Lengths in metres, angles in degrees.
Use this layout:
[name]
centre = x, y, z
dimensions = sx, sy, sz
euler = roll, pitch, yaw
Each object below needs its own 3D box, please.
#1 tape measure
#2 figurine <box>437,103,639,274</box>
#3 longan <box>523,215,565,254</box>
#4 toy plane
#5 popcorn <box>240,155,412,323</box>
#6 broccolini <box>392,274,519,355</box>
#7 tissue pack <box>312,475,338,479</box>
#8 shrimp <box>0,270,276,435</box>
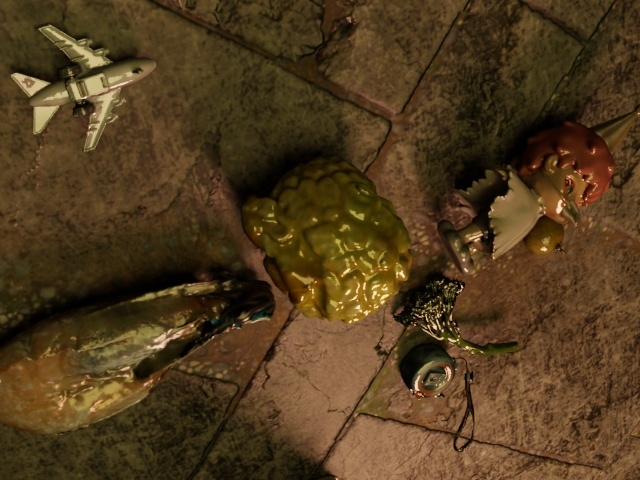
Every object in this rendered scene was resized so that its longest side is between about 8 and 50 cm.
[tape measure]
centre = 0.217, 0.276, 1.511
dimensions = 0.107, 0.179, 0.104
euler = 11, 128, -32
[figurine]
centre = 0.369, -0.085, 1.375
dimensions = 0.387, 0.166, 0.207
euler = -32, 144, -2
[longan]
centre = 0.393, -0.005, 1.484
dimensions = 0.075, 0.083, 0.075
euler = -41, 165, -13
[toy plane]
centre = -0.286, -0.195, 1.057
dimensions = 0.171, 0.065, 0.162
euler = -19, 113, -9
[popcorn]
centre = 0.000, 0.000, 1.229
dimensions = 0.252, 0.205, 0.236
euler = 7, 130, -16
[broccolini]
centre = 0.264, 0.136, 1.514
dimensions = 0.272, 0.062, 0.123
euler = 23, 121, -28
[tissue pack]
centre = -0.037, 0.622, 1.439
dimensions = 0.332, 0.405, 0.205
euler = -9, 118, -22
[shrimp]
centre = -0.272, 0.165, 1.251
dimensions = 0.446, 0.110, 0.221
euler = -21, 131, -9
